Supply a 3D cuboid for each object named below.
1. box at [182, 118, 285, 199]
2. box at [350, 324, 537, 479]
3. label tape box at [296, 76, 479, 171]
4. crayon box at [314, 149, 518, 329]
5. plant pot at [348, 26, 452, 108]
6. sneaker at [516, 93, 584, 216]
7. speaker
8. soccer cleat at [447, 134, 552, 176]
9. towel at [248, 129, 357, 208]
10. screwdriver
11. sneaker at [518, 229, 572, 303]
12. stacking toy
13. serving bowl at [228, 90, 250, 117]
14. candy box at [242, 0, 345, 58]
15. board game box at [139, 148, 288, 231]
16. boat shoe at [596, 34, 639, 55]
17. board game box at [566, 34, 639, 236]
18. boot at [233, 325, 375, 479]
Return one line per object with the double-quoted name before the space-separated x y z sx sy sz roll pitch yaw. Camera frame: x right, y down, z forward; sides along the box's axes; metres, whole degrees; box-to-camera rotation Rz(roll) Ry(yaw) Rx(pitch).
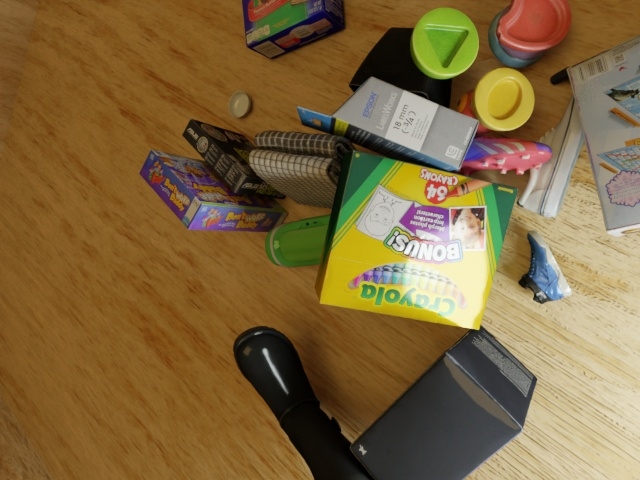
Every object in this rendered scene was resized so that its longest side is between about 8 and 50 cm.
"box" -0.233 -0.229 1.232 0.270 0.216 0.060 46 111 24
"box" 0.263 0.356 0.889 0.183 0.294 0.296 46 113 23
"label tape box" 0.128 -0.252 0.916 0.333 0.240 0.106 21 96 -3
"crayon box" 0.197 0.003 0.920 0.363 0.106 0.313 11 97 -10
"plant pot" 0.206 -0.379 0.995 0.188 0.187 0.167 18 86 31
"sneaker" 0.472 -0.180 0.876 0.091 0.094 0.258 20 99 32
"speaker" 0.000 0.000 1.145 0.296 0.131 0.131 -8 86 31
"soccer cleat" 0.364 -0.190 0.912 0.248 0.083 0.095 1 75 58
"towel" -0.005 -0.171 1.063 0.235 0.283 0.121 11 80 30
"screwdriver" 0.510 -0.342 0.829 0.025 0.170 0.024 -5 89 -10
"sneaker" 0.453 0.060 0.909 0.084 0.058 0.152 -27 83 20
"stacking toy" 0.326 -0.392 0.885 0.279 0.130 0.309 30 87 -4
"serving bowl" -0.249 -0.425 1.351 0.083 0.027 0.083 0 91 32
"candy box" -0.086 -0.716 1.196 0.268 0.122 0.317 -8 85 31
"board game box" -0.277 -0.126 1.184 0.233 0.347 0.078 43 110 23
"boat shoe" 0.639 -0.377 0.763 0.302 0.113 0.103 -36 78 27
"board game box" 0.591 -0.196 0.662 0.318 0.066 0.318 -17 70 44
"boot" -0.023 0.429 0.961 0.146 0.367 0.445 -35 31 -8
